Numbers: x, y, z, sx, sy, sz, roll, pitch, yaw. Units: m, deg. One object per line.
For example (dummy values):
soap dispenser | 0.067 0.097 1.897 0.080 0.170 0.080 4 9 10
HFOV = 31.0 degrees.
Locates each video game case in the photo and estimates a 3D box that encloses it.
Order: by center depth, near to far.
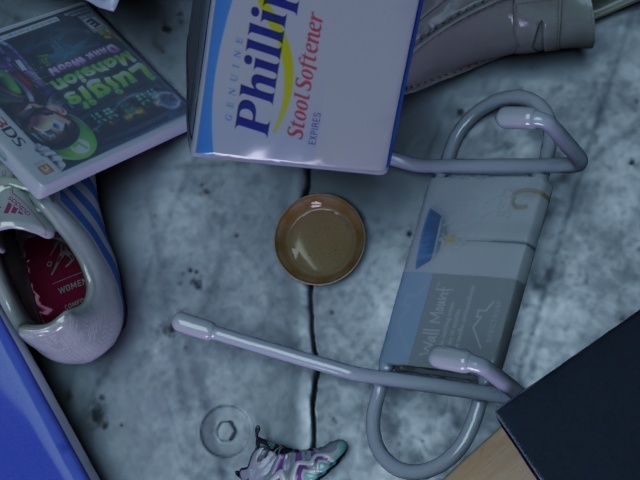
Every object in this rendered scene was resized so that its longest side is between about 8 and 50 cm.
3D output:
video game case | -0.231 -0.133 1.035 0.173 0.022 0.190 44 46 15

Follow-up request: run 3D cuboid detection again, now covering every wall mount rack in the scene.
wall mount rack | 0.051 0.006 0.956 0.304 0.130 0.350 3 67 41

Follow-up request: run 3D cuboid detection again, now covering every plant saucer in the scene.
plant saucer | 0.000 0.000 1.032 0.083 0.015 0.083 -2 79 10

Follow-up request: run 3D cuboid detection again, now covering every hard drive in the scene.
hard drive | -0.321 0.198 1.009 0.210 0.040 0.319 -29 88 4

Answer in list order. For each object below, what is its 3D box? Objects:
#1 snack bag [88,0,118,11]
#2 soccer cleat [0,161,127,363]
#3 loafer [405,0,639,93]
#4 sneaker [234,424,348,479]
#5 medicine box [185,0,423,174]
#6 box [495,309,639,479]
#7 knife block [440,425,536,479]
snack bag | -0.241 -0.394 1.053 0.342 0.037 0.323 24 99 41
soccer cleat | -0.259 -0.051 1.025 0.116 0.143 0.331 -24 76 6
loafer | 0.195 -0.210 0.985 0.319 0.112 0.111 -30 67 4
sneaker | -0.031 0.184 0.993 0.098 0.038 0.069 -37 76 2
medicine box | -0.016 -0.228 0.880 0.149 0.289 0.264 5 116 -10
box | 0.335 0.183 0.719 0.293 0.395 0.212 -35 46 3
knife block | 0.105 0.227 0.862 0.242 0.276 0.088 -35 74 -28
